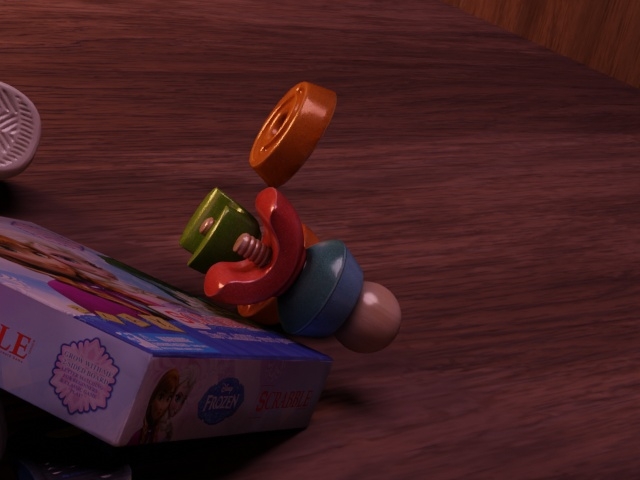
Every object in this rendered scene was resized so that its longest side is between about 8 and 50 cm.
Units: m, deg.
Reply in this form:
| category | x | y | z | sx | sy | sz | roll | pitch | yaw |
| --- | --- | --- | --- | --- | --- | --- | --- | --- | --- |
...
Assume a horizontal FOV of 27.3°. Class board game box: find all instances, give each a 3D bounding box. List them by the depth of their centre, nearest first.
| category | x | y | z | sx | sy | sz | roll | pitch | yaw |
| --- | --- | --- | --- | --- | --- | --- | --- | --- | --- |
| board game box | -0.189 | 0.052 | 0.968 | 0.318 | 0.066 | 0.319 | 22 | 2 | 20 |

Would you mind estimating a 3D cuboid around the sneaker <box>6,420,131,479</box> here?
| category | x | y | z | sx | sy | sz | roll | pitch | yaw |
| --- | --- | --- | --- | --- | --- | --- | --- | --- | --- |
| sneaker | -0.159 | 0.170 | 0.853 | 0.069 | 0.082 | 0.209 | -11 | 10 | -17 |

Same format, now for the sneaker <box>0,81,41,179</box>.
| category | x | y | z | sx | sy | sz | roll | pitch | yaw |
| --- | --- | --- | --- | --- | --- | --- | --- | --- | --- |
| sneaker | -0.457 | -0.142 | 1.302 | 0.350 | 0.131 | 0.148 | 26 | -16 | -18 |

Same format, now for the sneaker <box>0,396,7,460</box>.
| category | x | y | z | sx | sy | sz | roll | pitch | yaw |
| --- | --- | --- | --- | --- | --- | --- | --- | --- | --- |
| sneaker | -0.334 | 0.132 | 0.736 | 0.319 | 0.127 | 0.208 | 6 | 21 | -18 |

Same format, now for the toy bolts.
| category | x | y | z | sx | sy | sz | roll | pitch | yaw |
| --- | --- | --- | --- | --- | --- | --- | --- | --- | --- |
| toy bolts | 0.000 | 0.000 | 1.137 | 0.158 | 0.218 | 0.228 | 32 | 10 | -18 |
